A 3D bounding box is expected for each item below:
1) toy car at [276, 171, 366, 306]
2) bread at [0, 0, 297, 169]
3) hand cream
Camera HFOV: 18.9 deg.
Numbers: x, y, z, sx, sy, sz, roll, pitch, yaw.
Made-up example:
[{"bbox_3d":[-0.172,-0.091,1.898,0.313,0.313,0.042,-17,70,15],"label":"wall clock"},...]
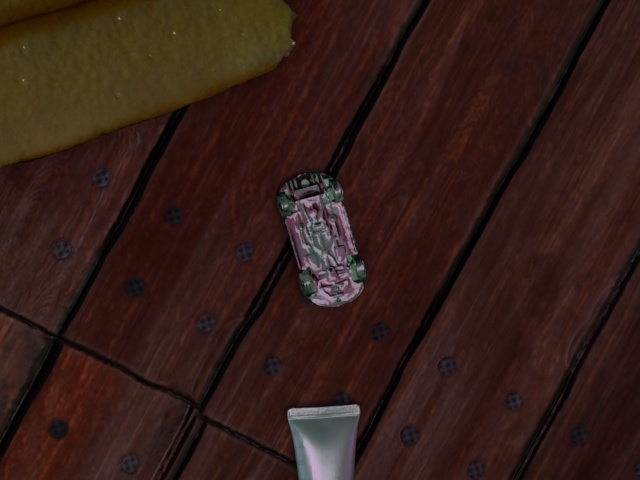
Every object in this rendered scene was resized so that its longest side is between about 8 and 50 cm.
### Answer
[{"bbox_3d":[0.000,0.000,1.976,0.069,0.055,0.142,-15,86,-8],"label":"toy car"},{"bbox_3d":[-0.204,-0.219,1.824,0.362,0.245,0.233,-18,99,-3],"label":"bread"},{"bbox_3d":[0.007,0.274,2.016,0.078,0.050,0.204,-3,94,-10],"label":"hand cream"}]
